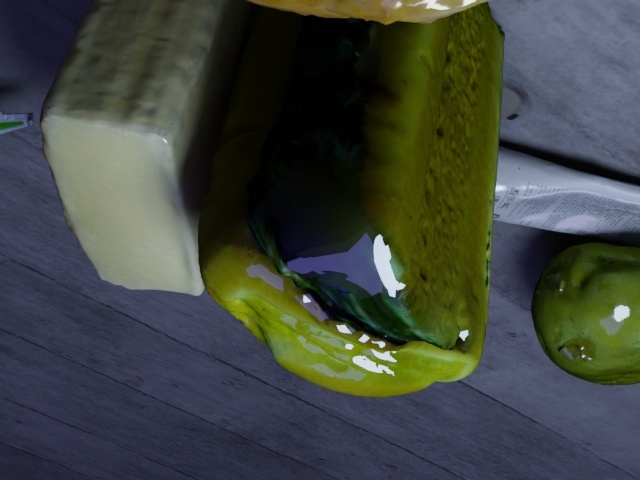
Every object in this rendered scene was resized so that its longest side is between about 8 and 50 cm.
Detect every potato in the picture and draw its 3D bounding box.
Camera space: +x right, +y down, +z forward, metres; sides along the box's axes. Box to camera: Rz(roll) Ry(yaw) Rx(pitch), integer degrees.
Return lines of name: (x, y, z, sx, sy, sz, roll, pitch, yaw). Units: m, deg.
potato: (0.336, 0.082, 1.169, 0.186, 0.149, 0.253, -10, 159, 2)

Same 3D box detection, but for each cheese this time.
cheese: (-0.129, -0.125, 0.889, 0.123, 0.266, 0.242, 11, 147, 3)

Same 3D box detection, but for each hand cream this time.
hand cream: (0.274, -0.041, 1.099, 0.336, 0.076, 0.121, 12, 153, -14)

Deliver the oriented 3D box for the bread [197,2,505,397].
bread: (0.031, -0.065, 0.823, 0.208, 0.377, 0.251, -15, 140, 29)

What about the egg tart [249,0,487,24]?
egg tart: (0.037, -0.331, 0.518, 0.443, 0.178, 0.443, 4, 102, 17)

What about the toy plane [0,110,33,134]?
toy plane: (-0.432, -0.135, 1.109, 0.251, 0.101, 0.255, 6, 154, -8)
